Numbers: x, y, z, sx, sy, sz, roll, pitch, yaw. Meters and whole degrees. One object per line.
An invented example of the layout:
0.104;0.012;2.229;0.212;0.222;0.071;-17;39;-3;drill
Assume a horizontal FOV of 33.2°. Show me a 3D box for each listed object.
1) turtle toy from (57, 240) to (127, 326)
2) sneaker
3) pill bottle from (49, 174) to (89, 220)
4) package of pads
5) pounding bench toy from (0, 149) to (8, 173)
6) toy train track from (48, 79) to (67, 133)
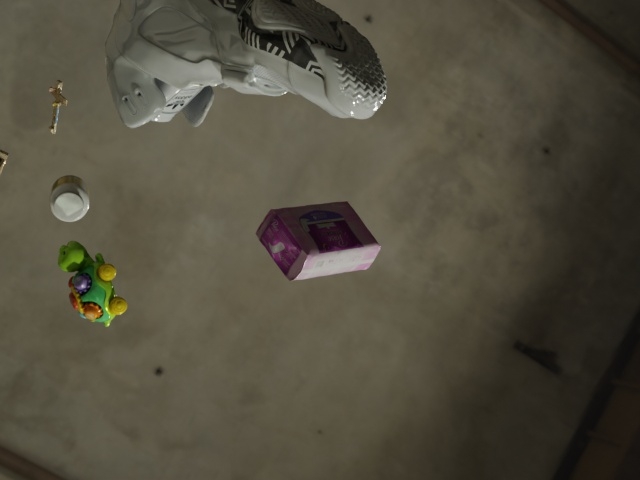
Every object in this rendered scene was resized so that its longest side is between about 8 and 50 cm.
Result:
-0.323;0.061;1.505;0.066;0.130;0.095;-20;-175;-22;turtle toy
-0.099;-0.189;1.178;0.137;0.366;0.210;-11;135;-55;sneaker
-0.412;-0.067;1.766;0.065;0.065;0.116;-57;-163;4;pill bottle
0.000;0.000;0.766;0.050;0.083;0.032;53;-53;25;package of pads
-0.416;-0.083;1.240;0.052;0.083;0.065;-55;-165;35;pounding bench toy
-0.394;-0.196;1.585;0.048;0.014;0.083;38;-55;36;toy train track
